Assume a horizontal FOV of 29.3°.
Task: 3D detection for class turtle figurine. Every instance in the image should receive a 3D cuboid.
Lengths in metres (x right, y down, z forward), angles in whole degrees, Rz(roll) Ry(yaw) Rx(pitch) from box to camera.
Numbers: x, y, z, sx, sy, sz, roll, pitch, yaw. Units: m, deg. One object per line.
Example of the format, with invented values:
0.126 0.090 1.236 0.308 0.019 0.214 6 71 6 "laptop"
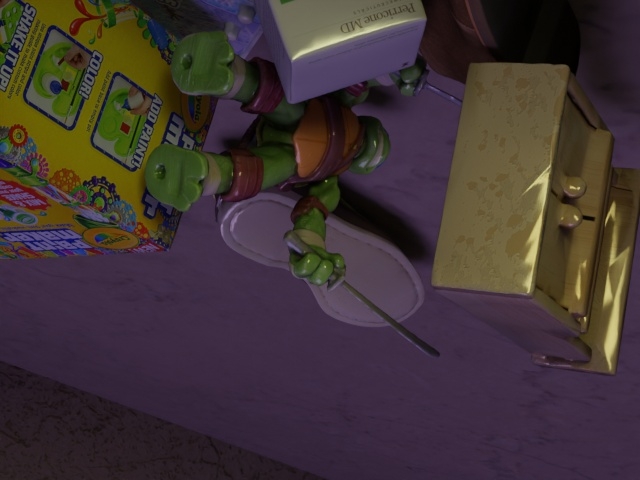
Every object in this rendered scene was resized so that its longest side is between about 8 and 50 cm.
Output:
0.013 -0.068 0.993 0.266 0.275 0.198 5 137 -47 "turtle figurine"

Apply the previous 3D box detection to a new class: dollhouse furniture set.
0.310 0.007 0.812 0.394 0.362 0.256 5 168 27 "dollhouse furniture set"

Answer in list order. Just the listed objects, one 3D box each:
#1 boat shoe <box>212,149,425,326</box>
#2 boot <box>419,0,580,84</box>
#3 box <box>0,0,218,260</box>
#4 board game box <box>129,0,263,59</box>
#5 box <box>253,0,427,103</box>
0.000 0.000 1.374 0.116 0.097 0.324 -43 134 18 "boat shoe"
0.098 -0.182 0.854 0.115 0.112 0.305 18 164 25 "boot"
-0.292 -0.120 1.031 0.290 0.177 0.279 -4 153 41 "box"
-0.222 -0.242 0.990 0.390 0.050 0.390 21 158 -13 "board game box"
0.011 -0.162 0.863 0.101 0.087 0.102 -18 171 -5 "box"
